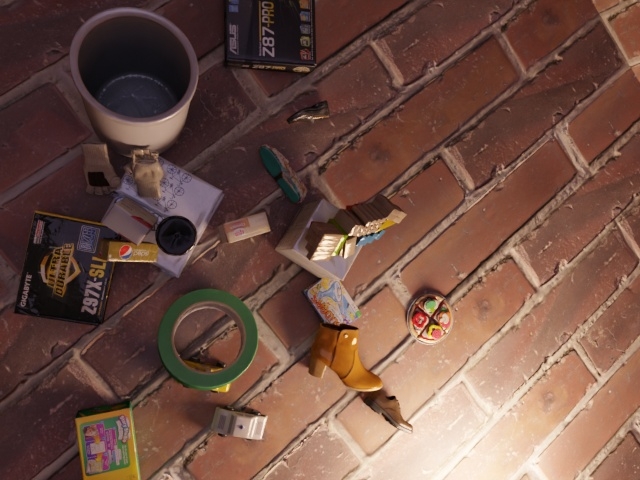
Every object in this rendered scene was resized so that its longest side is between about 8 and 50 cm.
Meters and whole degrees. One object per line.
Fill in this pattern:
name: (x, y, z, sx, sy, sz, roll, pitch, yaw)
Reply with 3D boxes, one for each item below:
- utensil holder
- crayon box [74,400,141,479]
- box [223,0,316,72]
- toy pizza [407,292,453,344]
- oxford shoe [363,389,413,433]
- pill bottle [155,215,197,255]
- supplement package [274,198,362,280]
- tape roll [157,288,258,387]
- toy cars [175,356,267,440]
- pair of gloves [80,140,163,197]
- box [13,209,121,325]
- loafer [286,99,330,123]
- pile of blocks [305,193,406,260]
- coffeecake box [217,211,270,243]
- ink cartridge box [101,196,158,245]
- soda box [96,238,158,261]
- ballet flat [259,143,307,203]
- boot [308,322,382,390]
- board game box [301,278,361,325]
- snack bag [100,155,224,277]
utensil holder: (-0.547, -0.439, 1.619, 0.327, 0.385, 0.328, 3, 81, -18)
crayon box: (-0.672, 0.671, 1.733, 0.165, 0.081, 0.279, -7, 91, -17)
box: (-0.178, -0.800, 1.907, 0.318, 0.097, 0.395, 0, 89, -14)
toy pizza: (0.429, 0.302, 2.104, 0.201, 0.032, 0.201, 0, 89, -17)
oxford shoe: (0.273, 0.634, 2.026, 0.227, 0.083, 0.096, 43, 73, -13)
pill bottle: (-0.455, -0.018, 1.708, 0.122, 0.219, 0.123, -1, 93, -16)
supplement package: (0.000, 0.000, 1.858, 0.199, 0.262, 0.198, 33, 79, -14)
tape roll: (-0.367, 0.321, 1.784, 0.321, 0.077, 0.321, 5, 68, -14)
toy cars: (-0.328, 0.543, 1.839, 0.176, 0.087, 0.394, -36, 99, -14)
pair of gloves: (-0.609, -0.208, 1.682, 0.240, 0.204, 0.042, 6, 49, -13)
box: (-0.783, 0.088, 1.702, 0.257, 0.079, 0.322, 12, 90, -17)
loafer: (-0.040, -0.448, 1.962, 0.170, 0.062, 0.061, -25, 101, -15)
pile of blocks: (0.093, -0.046, 1.710, 0.362, 0.149, 0.113, -20, 51, -26)
coffeecake box: (-0.259, -0.040, 1.819, 0.142, 0.185, 0.068, -17, 94, -17)
ink cartridge box: (-0.585, -0.061, 1.690, 0.127, 0.175, 0.072, 35, 94, -13)
soda box: (-0.599, 0.032, 1.703, 0.181, 0.058, 0.061, 5, 95, -56)
ballet flat: (-0.129, -0.241, 1.930, 0.241, 0.091, 0.077, 58, 45, -13)
boot: (0.112, 0.410, 1.943, 0.295, 0.104, 0.211, 15, 105, -9)
board game box: (0.042, 0.228, 1.985, 0.136, 0.035, 0.201, -36, 100, -15)
snack bag: (-0.539, -0.091, 1.814, 0.323, 0.037, 0.343, 30, 81, -15)
